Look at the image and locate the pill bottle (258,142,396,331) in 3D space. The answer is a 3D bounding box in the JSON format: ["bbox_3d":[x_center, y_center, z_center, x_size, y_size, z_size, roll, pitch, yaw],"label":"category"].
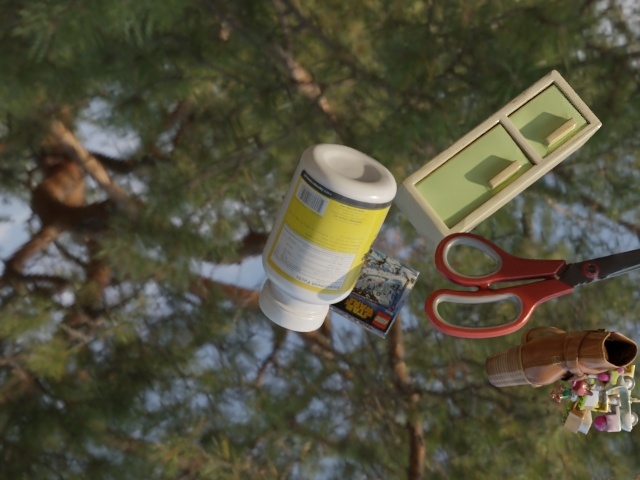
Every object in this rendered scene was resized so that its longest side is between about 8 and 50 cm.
[{"bbox_3d":[0.000,0.000,1.032,0.103,0.184,0.103,18,-152,-10],"label":"pill bottle"}]

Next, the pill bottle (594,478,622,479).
[{"bbox_3d":[0.153,0.155,0.275,0.208,0.117,0.117,15,-133,42],"label":"pill bottle"}]

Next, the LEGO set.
[{"bbox_3d":[0.390,0.224,1.518,0.107,0.287,0.132,5,-101,-1],"label":"LEGO set"}]

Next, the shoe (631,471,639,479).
[{"bbox_3d":[0.422,0.246,1.053,0.219,0.058,0.076,-21,-136,38],"label":"shoe"}]

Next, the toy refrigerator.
[{"bbox_3d":[0.237,-0.106,1.344,0.269,0.102,0.094,-36,171,-11],"label":"toy refrigerator"}]

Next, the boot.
[{"bbox_3d":[0.308,0.136,1.198,0.152,0.073,0.197,-17,178,37],"label":"boot"}]

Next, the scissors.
[{"bbox_3d":[0.251,0.044,0.988,0.297,0.021,0.109,0,-111,-1],"label":"scissors"}]

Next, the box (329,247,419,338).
[{"bbox_3d":[0.044,0.052,1.269,0.137,0.027,0.094,28,-108,11],"label":"box"}]
